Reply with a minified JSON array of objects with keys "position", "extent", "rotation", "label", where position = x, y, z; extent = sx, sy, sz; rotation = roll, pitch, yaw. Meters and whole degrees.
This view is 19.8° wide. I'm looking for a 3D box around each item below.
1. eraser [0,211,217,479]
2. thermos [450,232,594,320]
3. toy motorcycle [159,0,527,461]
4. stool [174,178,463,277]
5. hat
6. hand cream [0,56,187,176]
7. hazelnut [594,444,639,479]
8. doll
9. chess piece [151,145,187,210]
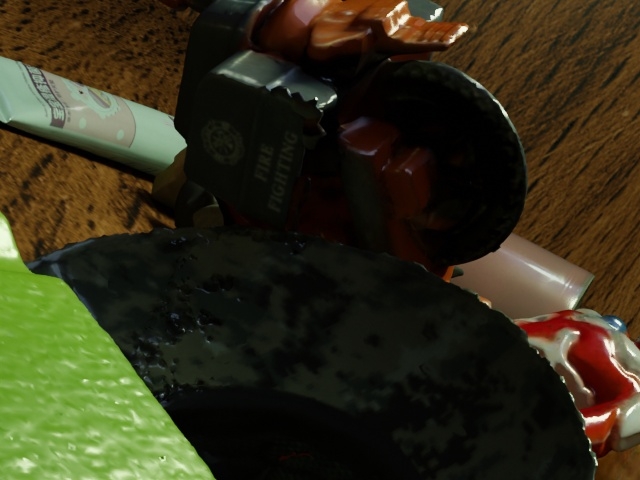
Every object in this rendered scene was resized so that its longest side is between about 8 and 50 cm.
[{"position":[-0.160,0.060,0.452],"extent":[0.274,0.092,0.210],"rotation":[8,31,-47],"label":"eraser"},{"position":[0.118,0.039,1.819],"extent":[0.265,0.146,0.176],"rotation":[29,33,8],"label":"thermos"},{"position":[-0.031,0.021,0.831],"extent":[0.221,0.326,0.148],"rotation":[25,37,15],"label":"toy motorcycle"},{"position":[0.004,-0.008,1.493],"extent":[0.228,0.153,0.139],"rotation":[37,8,9],"label":"stool"},{"position":[-0.037,0.120,0.652],"extent":[0.265,0.128,0.265],"rotation":[6,37,-4],"label":"hat"},{"position":[-0.194,-0.098,1.576],"extent":[0.331,0.058,0.085],"rotation":[14,39,-56],"label":"hand cream"},{"position":[0.276,0.188,1.546],"extent":[0.150,0.150,0.150],"rotation":[35,8,-6],"label":"hazelnut"},{"position":[0.118,0.088,1.101],"extent":[0.384,0.099,0.188],"rotation":[-1,22,-20],"label":"doll"},{"position":[-0.050,-0.023,1.599],"extent":[0.200,0.090,0.090],"rotation":[31,10,-29],"label":"chess piece"}]
